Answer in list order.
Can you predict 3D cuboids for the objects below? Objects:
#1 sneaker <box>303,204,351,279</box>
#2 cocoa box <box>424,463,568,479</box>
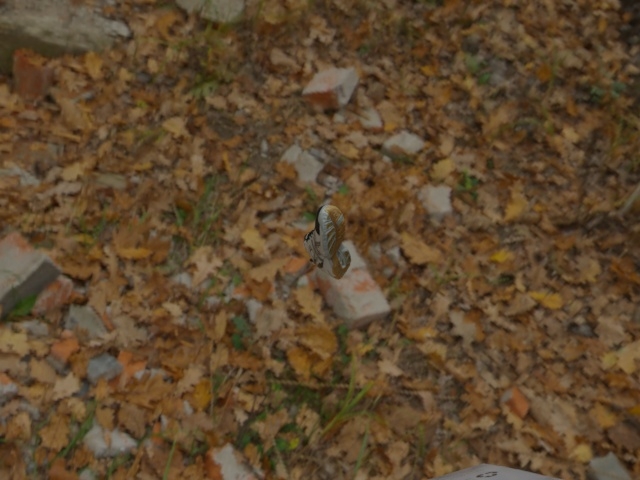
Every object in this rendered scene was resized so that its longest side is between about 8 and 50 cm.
[{"bbox_3d":[0.000,0.000,0.662,0.037,0.083,0.032,25,58,25],"label":"sneaker"},{"bbox_3d":[0.037,0.313,0.553,0.347,0.231,0.228,-10,83,-16],"label":"cocoa box"}]
